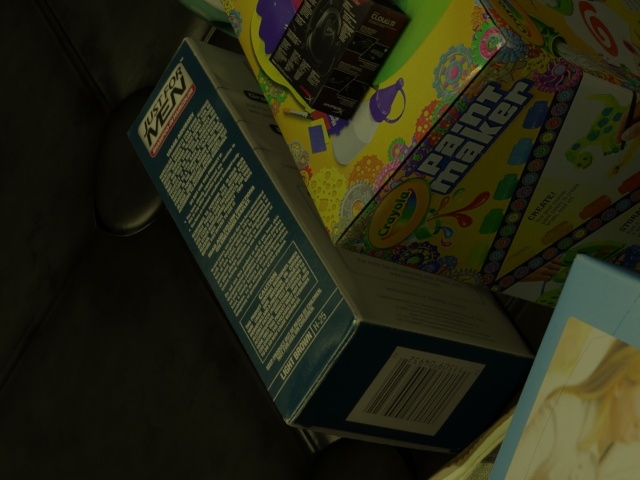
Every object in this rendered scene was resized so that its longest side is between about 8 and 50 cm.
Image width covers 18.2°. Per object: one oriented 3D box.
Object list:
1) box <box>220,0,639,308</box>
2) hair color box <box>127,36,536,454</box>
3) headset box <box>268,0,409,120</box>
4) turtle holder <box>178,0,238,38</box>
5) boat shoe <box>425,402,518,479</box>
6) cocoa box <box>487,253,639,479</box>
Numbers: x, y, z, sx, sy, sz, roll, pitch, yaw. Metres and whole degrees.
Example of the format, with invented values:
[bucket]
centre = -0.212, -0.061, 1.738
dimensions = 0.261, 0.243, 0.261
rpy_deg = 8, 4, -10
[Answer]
[box]
centre = 0.113, -0.126, 1.332
dimensions = 0.177, 0.279, 0.290
rpy_deg = -50, 44, 27
[hair color box]
centre = 0.000, 0.000, 1.512
dimensions = 0.105, 0.174, 0.347
rpy_deg = -56, 41, 24
[headset box]
centre = 0.012, -0.125, 1.204
dimensions = 0.083, 0.032, 0.062
rpy_deg = -58, 42, 17
[turtle holder]
centre = -0.033, -0.283, 1.565
dimensions = 0.227, 0.243, 0.320
rpy_deg = 59, 163, 19
[boat shoe]
centre = 0.137, 0.162, 1.375
dimensions = 0.223, 0.080, 0.073
rpy_deg = -43, 74, 21
[cocoa box]
centre = 0.278, 0.179, 1.065
dimensions = 0.347, 0.228, 0.231
rpy_deg = 27, 99, 51
